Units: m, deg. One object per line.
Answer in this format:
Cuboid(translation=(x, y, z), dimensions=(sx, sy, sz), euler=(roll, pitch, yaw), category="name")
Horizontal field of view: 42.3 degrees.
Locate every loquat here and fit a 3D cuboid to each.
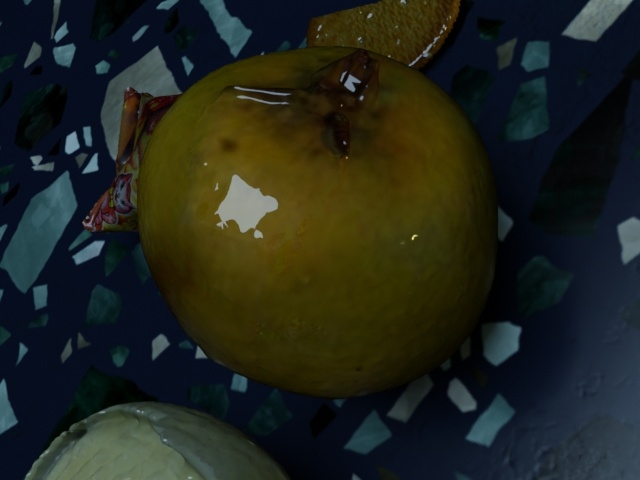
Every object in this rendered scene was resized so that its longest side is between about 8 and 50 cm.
Cuboid(translation=(0.000, 0.000, 0.759), dimensions=(0.328, 0.359, 0.328), euler=(5, 44, -5), category="loquat")

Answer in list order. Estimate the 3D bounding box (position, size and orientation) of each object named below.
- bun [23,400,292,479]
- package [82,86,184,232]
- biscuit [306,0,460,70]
Cuboid(translation=(-0.134, 0.336, 0.754), dimensions=(0.364, 0.202, 0.364), euler=(-16, 64, 35), category="bun")
Cuboid(translation=(-0.146, -0.103, 1.014), dimensions=(0.288, 0.108, 0.223), euler=(3, 67, 27), category="package")
Cuboid(translation=(0.065, -0.228, 0.974), dimensions=(0.206, 0.025, 0.126), euler=(-2, 69, 34), category="biscuit")
